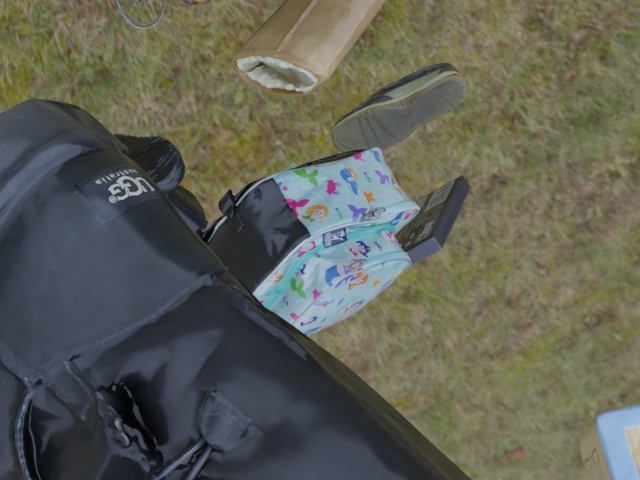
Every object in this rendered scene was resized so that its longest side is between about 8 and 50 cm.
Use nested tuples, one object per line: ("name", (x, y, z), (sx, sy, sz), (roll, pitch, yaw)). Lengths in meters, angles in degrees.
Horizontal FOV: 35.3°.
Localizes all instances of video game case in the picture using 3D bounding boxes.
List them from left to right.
("video game case", (0.142, -0.001, 1.843), (0.248, 0.275, 0.035), (-29, 103, 29))

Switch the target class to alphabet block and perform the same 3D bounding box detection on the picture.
("alphabet block", (0.436, 0.295, 1.211), (0.192, 0.193, 0.197), (-12, 160, 3))

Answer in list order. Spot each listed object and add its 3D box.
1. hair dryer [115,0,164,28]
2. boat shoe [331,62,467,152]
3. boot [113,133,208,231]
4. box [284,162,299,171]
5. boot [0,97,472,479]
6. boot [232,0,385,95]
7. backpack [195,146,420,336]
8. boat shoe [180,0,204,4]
("hair dryer", (-0.253, -0.511, 1.637), (0.223, 0.080, 0.294), (-35, 125, -30))
("boat shoe", (0.119, -0.207, 1.567), (0.223, 0.073, 0.080), (-25, 127, 10))
("boot", (-0.254, -0.080, 1.696), (0.094, 0.246, 0.207), (-54, 128, -15))
("box", (-0.007, -0.017, 1.699), (0.103, 0.114, 0.203), (-49, 142, -12))
("boot", (-0.076, 0.200, 0.545), (0.146, 0.445, 0.367), (-28, 157, -56))
("boot", (0.059, -0.271, 1.121), (0.269, 0.236, 0.089), (-54, 126, -23))
("backpack", (0.000, 0.000, 1.236), (0.253, 0.191, 0.225), (-29, 167, -42))
("boat shoe", (-0.225, -0.457, 1.549), (0.073, 0.207, 0.073), (-16, 175, 36))
